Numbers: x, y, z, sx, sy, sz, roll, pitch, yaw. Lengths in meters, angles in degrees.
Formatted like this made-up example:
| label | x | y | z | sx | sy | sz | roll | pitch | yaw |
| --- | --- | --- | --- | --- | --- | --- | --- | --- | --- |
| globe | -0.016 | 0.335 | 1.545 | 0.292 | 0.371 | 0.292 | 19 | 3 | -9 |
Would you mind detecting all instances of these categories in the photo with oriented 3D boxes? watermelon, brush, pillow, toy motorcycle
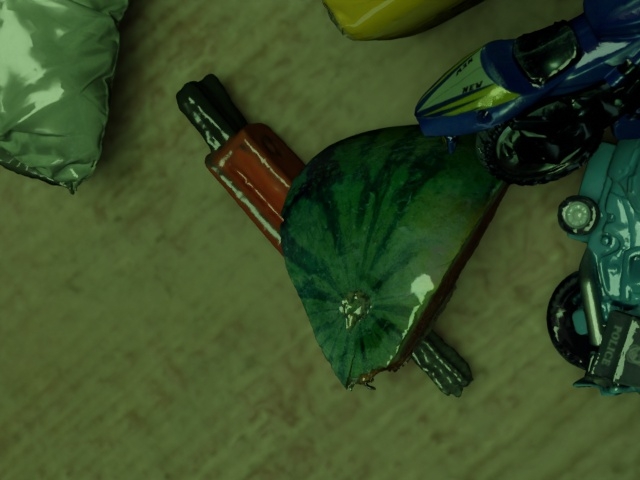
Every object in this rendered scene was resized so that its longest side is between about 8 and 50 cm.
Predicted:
| label | x | y | z | sx | sy | sz | roll | pitch | yaw |
| --- | --- | --- | --- | --- | --- | --- | --- | --- | --- |
| watermelon | 0.043 | -0.019 | 1.220 | 0.146 | 0.231 | 0.128 | 30 | 135 | 10 |
| brush | 0.000 | 0.001 | 1.285 | 0.051 | 0.070 | 0.323 | -44 | 84 | 17 |
| pillow | -0.269 | -0.206 | 1.302 | 0.283 | 0.138 | 0.310 | 10 | 93 | 12 |
| toy motorcycle | 0.270 | -0.006 | 1.195 | 0.182 | 0.123 | 0.272 | 19 | 99 | 26 |
| toy motorcycle | 0.215 | -0.140 | 1.097 | 0.315 | 0.169 | 0.113 | -31 | 48 | 19 |

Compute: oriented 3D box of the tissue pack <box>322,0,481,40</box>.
| label | x | y | z | sx | sy | sz | roll | pitch | yaw |
| --- | --- | --- | --- | --- | --- | --- | --- | --- | --- |
| tissue pack | 0.149 | -0.316 | 1.114 | 0.382 | 0.293 | 0.228 | -31 | 92 | 14 |
